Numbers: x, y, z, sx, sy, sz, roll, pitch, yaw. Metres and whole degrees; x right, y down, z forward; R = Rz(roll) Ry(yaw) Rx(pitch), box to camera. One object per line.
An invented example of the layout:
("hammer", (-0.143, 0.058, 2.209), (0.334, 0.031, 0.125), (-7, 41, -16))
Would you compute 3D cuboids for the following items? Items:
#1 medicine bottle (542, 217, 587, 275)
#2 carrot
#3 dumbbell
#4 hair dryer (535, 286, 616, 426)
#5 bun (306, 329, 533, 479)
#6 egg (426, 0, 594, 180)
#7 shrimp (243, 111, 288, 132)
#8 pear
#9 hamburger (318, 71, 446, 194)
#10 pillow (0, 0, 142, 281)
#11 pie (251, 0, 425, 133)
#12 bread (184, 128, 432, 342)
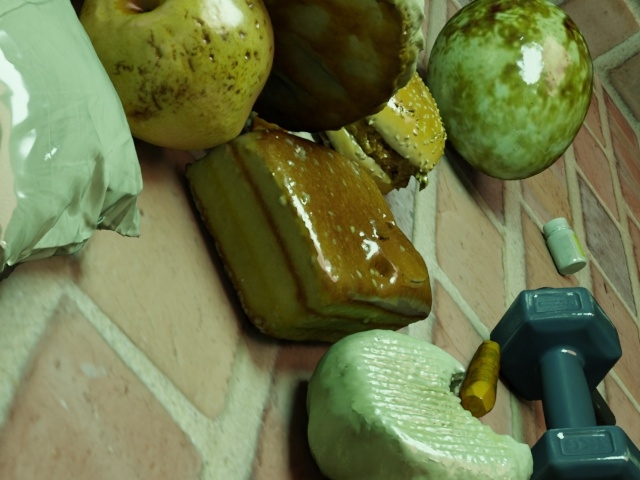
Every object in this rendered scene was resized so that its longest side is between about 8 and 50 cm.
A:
("medicine bottle", (0.384, 0.009, 2.244), (0.047, 0.047, 0.083), (25, 40, -56))
("carrot", (0.185, 0.155, 1.623), (0.042, 0.042, 0.170), (57, 19, -7))
("dumbbell", (0.287, 0.196, 1.645), (0.156, 0.144, 0.316), (50, 23, -30))
("hair dryer", (0.351, 0.178, 1.931), (0.248, 0.071, 0.114), (51, 22, -31))
("bun", (0.075, 0.178, 1.222), (0.204, 0.126, 0.212), (25, 25, -13))
("egg", (0.273, -0.218, 2.038), (0.238, 0.238, 0.289), (37, 38, -45))
("shrimp", (-0.085, -0.214, 1.477), (0.150, 0.068, 0.248), (27, 42, -45))
("pear", (-0.120, -0.158, 1.203), (0.178, 0.178, 0.178), (47, 24, -29))
("hamburger", (0.067, -0.151, 1.660), (0.182, 0.118, 0.191), (54, 17, -21))
("pillow", (-0.231, -0.120, 0.927), (0.310, 0.138, 0.283), (62, 13, 3))
("pie", (-0.044, -0.223, 1.281), (0.315, 0.315, 0.092), (50, 52, -23))
("bread", (0.000, 0.000, 1.313), (0.234, 0.110, 0.184), (9, 53, -63))
